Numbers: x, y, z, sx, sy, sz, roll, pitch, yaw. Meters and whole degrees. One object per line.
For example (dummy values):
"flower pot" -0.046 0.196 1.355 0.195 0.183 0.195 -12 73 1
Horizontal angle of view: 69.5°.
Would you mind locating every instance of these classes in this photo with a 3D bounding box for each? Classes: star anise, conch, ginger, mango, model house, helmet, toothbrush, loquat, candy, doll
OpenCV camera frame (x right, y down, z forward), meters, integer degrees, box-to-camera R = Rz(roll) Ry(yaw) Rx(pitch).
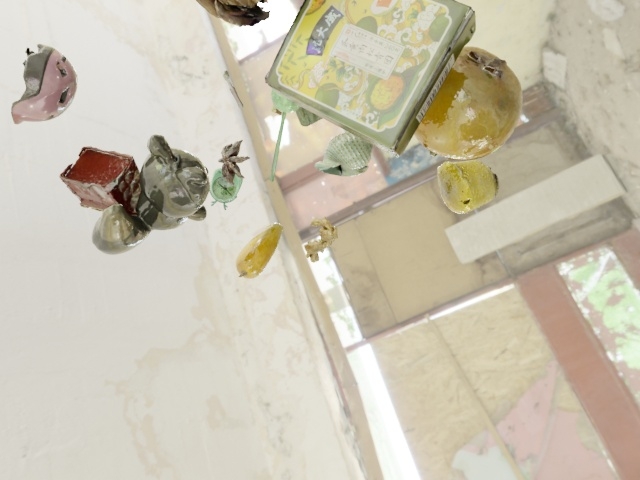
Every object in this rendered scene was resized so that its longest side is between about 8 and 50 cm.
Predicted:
"star anise" -0.263 -0.230 1.358 0.042 0.141 0.141 -4 -115 -43
"conch" 0.084 -0.301 1.589 0.172 0.200 0.131 24 -113 -76
"ginger" 0.000 0.000 1.907 0.052 0.176 0.193 -33 -68 -50
"mango" -0.243 0.037 1.877 0.119 0.176 0.317 38 -122 -5
"model house" -0.691 -0.167 1.538 0.254 0.196 0.160 86 -161 -61
"helmet" -0.832 -0.463 1.411 0.154 0.253 0.198 10 -142 -22
"toothbrush" -0.243 -0.420 1.293 0.194 0.014 0.017 75 -163 -78
"loquat" 0.403 -0.379 1.353 0.359 0.328 0.328 118 139 -54
"candy" -0.148 -0.401 1.716 0.119 0.119 0.440 -104 22 -44
"doll" -0.490 -0.111 1.403 0.252 0.382 0.378 32 -122 -5

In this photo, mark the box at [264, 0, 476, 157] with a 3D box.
"box" 0.119 -0.474 1.189 0.420 0.373 0.138 32 -169 17

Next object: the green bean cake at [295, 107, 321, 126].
"green bean cake" 0.009 -0.605 1.997 0.222 0.227 0.125 -75 -34 -58

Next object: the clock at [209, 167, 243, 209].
"clock" -0.511 -0.269 2.439 0.066 0.159 0.210 165 123 -77

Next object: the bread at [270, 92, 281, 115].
"bread" -0.186 -0.702 2.138 0.088 0.049 0.226 -2 -68 -63

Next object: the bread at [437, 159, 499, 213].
"bread" 0.499 -0.194 1.597 0.197 0.171 0.197 162 90 -75

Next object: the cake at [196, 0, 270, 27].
"cake" -0.208 -0.726 1.154 0.321 0.332 0.332 81 173 -57
